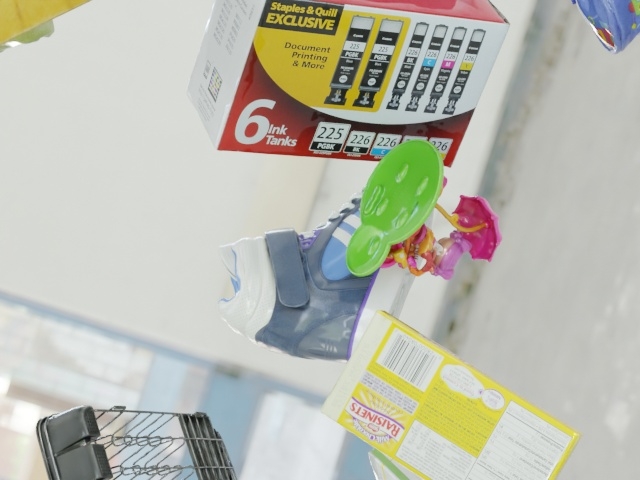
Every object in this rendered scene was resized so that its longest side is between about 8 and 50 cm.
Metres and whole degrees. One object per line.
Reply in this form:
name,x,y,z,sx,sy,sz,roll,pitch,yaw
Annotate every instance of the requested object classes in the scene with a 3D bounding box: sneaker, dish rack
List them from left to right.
dish rack,-0.191,0.289,1.986,0.074,0.271,0.208,-29,68,28
sneaker,0.000,0.001,2.087,0.130,0.236,0.323,91,-163,-53

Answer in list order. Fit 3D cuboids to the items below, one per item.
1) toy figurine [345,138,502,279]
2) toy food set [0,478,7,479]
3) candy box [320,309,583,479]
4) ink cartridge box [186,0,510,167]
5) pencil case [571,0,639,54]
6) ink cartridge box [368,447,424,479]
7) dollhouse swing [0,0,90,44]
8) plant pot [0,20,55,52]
toy figurine,0.135,-0.008,1.980,0.173,0.159,0.130,-60,35,3
toy food set,-0.416,0.335,2.084,0.132,0.038,0.192,-36,-25,11
candy box,0.110,0.154,1.456,0.105,0.206,0.027,-61,-19,9
ink cartridge box,0.039,-0.235,1.943,0.130,0.309,0.272,60,140,47
pencil case,0.385,-0.303,1.704,0.119,0.306,0.133,64,174,-27
ink cartridge box,0.131,0.272,1.621,0.209,0.062,0.109,37,151,55
dollhouse swing,-0.315,-0.273,1.041,0.347,0.305,0.315,-33,-63,-33
plant pot,-0.446,-0.342,2.079,0.276,0.276,0.254,-101,-7,-80
